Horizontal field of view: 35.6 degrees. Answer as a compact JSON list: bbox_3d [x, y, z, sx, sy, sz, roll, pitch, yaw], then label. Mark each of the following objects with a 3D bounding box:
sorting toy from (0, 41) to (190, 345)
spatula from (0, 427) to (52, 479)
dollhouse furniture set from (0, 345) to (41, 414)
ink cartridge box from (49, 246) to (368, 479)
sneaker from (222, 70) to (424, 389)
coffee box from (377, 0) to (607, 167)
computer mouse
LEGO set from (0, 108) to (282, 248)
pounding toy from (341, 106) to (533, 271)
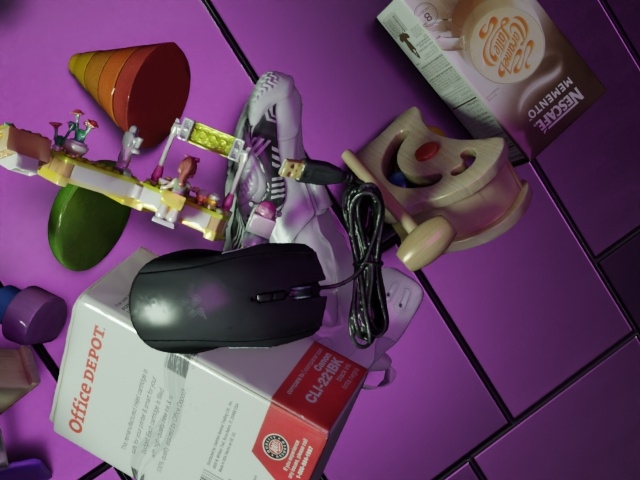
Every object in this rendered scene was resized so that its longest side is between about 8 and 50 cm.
[{"bbox_3d":[-0.279,-0.068,1.091,0.126,0.127,0.365,23,83,19],"label":"sorting toy"},{"bbox_3d":[-0.324,0.182,0.971,0.084,0.296,0.030,-10,50,-12],"label":"spatula"},{"bbox_3d":[-0.451,0.029,1.039,0.303,0.174,0.355,-37,63,23],"label":"dollhouse furniture set"},{"bbox_3d":[-0.118,0.161,1.003,0.273,0.114,0.197,27,125,9],"label":"ink cartridge box"},{"bbox_3d":[0.000,0.000,1.121,0.210,0.137,0.366,4,91,-14],"label":"sneaker"},{"bbox_3d":[0.205,-0.225,1.197,0.141,0.098,0.246,-42,96,-12],"label":"coffee box"},{"bbox_3d":[-0.042,0.013,0.916,0.262,0.060,0.184,1,89,-25],"label":"computer mouse"},{"bbox_3d":[-0.171,-0.081,0.982,0.287,0.132,0.107,21,93,-14],"label":"LEGO set"},{"bbox_3d":[0.120,-0.082,1.071,0.154,0.269,0.155,-31,121,7],"label":"pounding toy"}]
